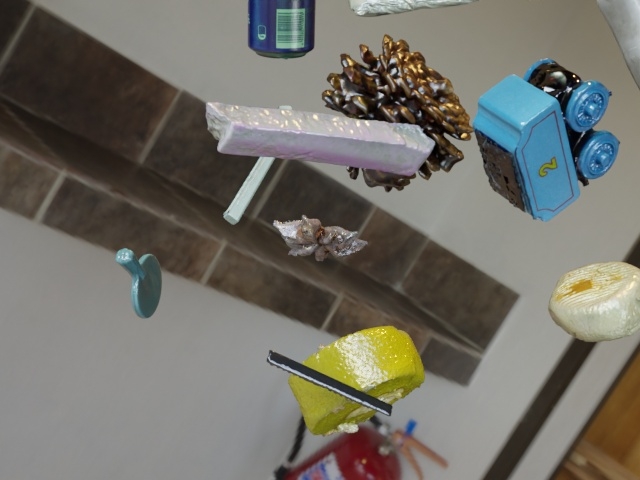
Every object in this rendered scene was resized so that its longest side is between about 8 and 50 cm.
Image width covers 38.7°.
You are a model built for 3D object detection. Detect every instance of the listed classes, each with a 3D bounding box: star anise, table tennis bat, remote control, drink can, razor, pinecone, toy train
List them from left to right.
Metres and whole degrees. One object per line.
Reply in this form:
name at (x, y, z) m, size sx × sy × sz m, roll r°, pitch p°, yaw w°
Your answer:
table tennis bat at (-0.338, 0.071, 1.719) m, size 0.033 × 0.124 × 0.201 m, roll 3°, pitch -27°, yaw 12°
razor at (-0.129, -0.151, 1.900) m, size 0.056 × 0.277 × 0.111 m, roll 30°, pitch -29°, yaw -19°
drink can at (-0.064, -0.413, 1.525) m, size 0.118 × 0.204 × 0.118 m, roll 3°, pitch 22°, yaw -1°
star anise at (0.000, 0.000, 1.890) m, size 0.182 × 0.065 × 0.195 m, roll -2°, pitch -28°, yaw 24°
remote control at (0.016, 0.258, 1.632) m, size 0.245 × 0.025 × 0.063 m, roll 24°, pitch -12°, yaw 5°
pinecone at (0.171, -0.312, 2.296) m, size 0.398 × 0.397 × 0.398 m, roll 32°, pitch 4°, yaw -3°
toy train at (0.466, -0.205, 1.900) m, size 0.188 × 0.265 × 0.300 m, roll 44°, pitch -12°, yaw 45°
remote control at (0.498, -0.291, 1.422) m, size 0.229 × 0.044 × 0.073 m, roll 60°, pitch -23°, yaw -4°

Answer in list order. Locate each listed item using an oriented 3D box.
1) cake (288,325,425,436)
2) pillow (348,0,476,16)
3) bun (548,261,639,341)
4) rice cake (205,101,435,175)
cake at (0.067, 0.273, 1.779) m, size 0.179 × 0.260 × 0.156 m, roll 3°, pitch 52°, yaw -53°
pillow at (0.155, -0.380, 1.396) m, size 0.229 × 0.051 × 0.128 m, roll -9°, pitch 31°, yaw -1°
bun at (0.671, 0.153, 2.166) m, size 0.153 × 0.244 × 0.244 m, roll 62°, pitch -10°, yaw -27°
rice cake at (0.006, -0.146, 1.321) m, size 0.365 × 0.072 × 0.056 m, roll 4°, pitch 49°, yaw -27°
